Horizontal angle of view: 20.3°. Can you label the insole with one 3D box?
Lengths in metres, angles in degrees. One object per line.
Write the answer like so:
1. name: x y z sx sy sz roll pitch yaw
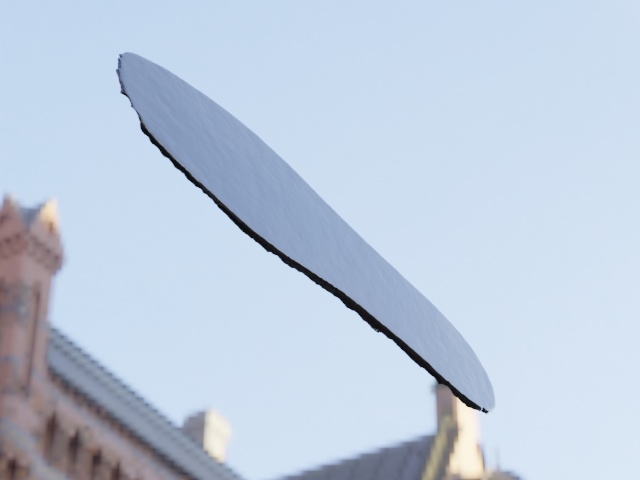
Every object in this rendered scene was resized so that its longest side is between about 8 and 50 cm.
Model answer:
1. insole: 0.000 0.000 1.002 0.007 0.111 0.328 -36 -56 20
